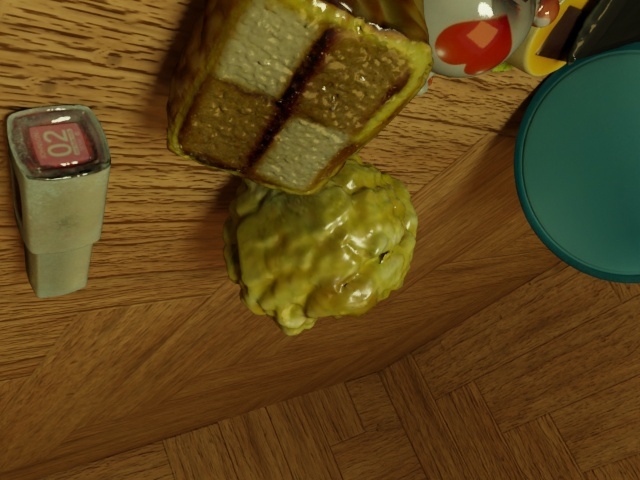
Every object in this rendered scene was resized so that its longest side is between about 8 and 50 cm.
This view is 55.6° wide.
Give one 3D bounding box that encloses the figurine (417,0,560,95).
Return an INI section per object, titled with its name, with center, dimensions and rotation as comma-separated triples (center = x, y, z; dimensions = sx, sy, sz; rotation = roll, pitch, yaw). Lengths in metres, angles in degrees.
[figurine]
center = 0.145, -0.219, 0.536
dimensions = 0.183, 0.160, 0.226
rotation = -8, 163, -38

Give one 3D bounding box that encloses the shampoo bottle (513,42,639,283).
[shampoo bottle]
center = 0.535, -0.130, 0.921
dimensions = 0.342, 0.331, 0.331
rotation = -13, 157, -35

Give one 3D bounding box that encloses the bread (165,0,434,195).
[bread]
center = -0.023, -0.136, 0.510
dimensions = 0.181, 0.096, 0.222
rotation = 21, 139, -23

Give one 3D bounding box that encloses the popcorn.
[popcorn]
center = -0.001, -0.004, 0.772
dimensions = 0.249, 0.249, 0.225
rotation = -31, 173, 15

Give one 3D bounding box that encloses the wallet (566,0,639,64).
[wallet]
center = 0.394, -0.328, 0.595
dimensions = 0.247, 0.041, 0.323
rotation = -21, 148, -32

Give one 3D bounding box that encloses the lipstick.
[lipstick]
center = -0.263, -0.025, 0.609
dimensions = 0.077, 0.079, 0.253
rotation = -15, 159, -30

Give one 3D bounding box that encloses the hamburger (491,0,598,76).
[hamburger]
center = 0.240, -0.240, 0.663
dimensions = 0.126, 0.081, 0.141
rotation = -19, 147, -28
